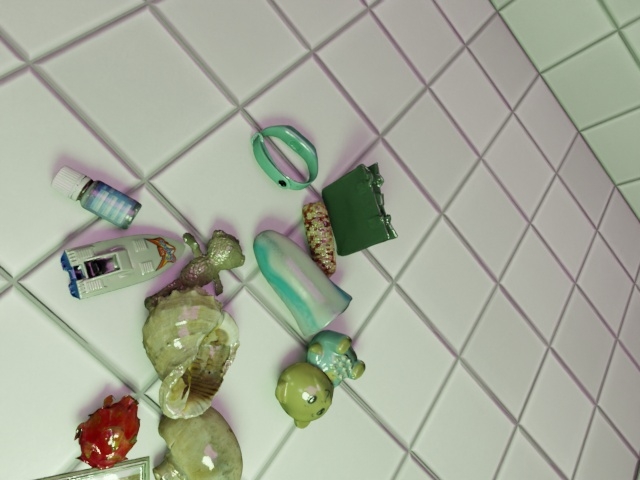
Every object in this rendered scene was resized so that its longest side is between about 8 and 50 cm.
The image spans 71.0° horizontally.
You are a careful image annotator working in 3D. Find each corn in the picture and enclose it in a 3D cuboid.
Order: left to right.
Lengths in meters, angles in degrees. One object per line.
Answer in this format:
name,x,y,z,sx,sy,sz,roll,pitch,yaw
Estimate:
corn,0.000,0.000,1.441,0.086,0.086,0.252,-8,84,-32

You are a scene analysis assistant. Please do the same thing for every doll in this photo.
doll,-0.332,0.096,1.228,0.203,0.091,0.285,32,74,-30
doll,-0.013,0.395,1.293,0.260,0.162,0.176,-47,125,-32

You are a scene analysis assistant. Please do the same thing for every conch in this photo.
conch,-0.328,0.270,1.122,0.263,0.187,0.323,35,60,-39

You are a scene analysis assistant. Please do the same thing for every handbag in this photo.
handbag,0.120,-0.092,1.431,0.079,0.260,0.247,-12,83,-34

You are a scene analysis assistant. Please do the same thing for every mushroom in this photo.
mushroom,-0.294,0.520,1.081,0.195,0.189,0.253,-30,89,-34

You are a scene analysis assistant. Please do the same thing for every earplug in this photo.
earplug,-0.075,0.101,1.331,0.185,0.185,0.323,-40,94,-32

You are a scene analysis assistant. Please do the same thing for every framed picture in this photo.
framed picture,-0.527,0.631,1.016,0.275,0.017,0.216,0,79,-31

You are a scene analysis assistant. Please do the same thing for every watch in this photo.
watch,-0.112,-0.271,1.441,0.237,0.068,0.195,41,55,-15

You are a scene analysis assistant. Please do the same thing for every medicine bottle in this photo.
medicine bottle,-0.563,-0.108,1.131,0.203,0.083,0.083,30,65,-21

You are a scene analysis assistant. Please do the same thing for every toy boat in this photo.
toy boat,-0.481,0.048,1.141,0.296,0.088,0.129,-17,88,-40

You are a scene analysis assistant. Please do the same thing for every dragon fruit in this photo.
dragon fruit,-0.478,0.435,1.024,0.136,0.133,0.165,35,64,-12
